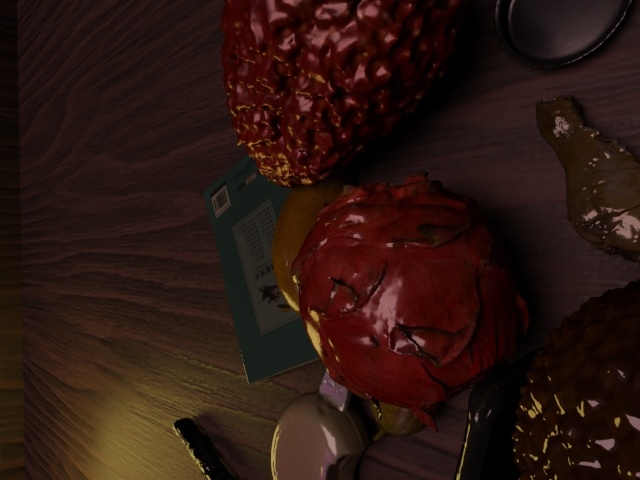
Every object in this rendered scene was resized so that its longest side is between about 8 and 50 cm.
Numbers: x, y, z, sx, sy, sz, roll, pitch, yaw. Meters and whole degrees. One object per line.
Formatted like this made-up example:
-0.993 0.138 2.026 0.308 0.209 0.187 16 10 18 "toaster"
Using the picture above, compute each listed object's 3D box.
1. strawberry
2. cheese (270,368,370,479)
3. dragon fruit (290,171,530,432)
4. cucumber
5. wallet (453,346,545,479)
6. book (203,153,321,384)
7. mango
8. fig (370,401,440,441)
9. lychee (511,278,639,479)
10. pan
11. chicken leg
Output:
0.009 -0.239 0.604 0.292 0.291 0.343 68 150 20 "strawberry"
0.009 0.263 0.703 0.163 0.082 0.287 29 111 40 "cheese"
0.089 0.050 0.524 0.252 0.241 0.241 49 127 3 "dragon fruit"
-0.211 0.436 0.959 0.256 0.043 0.044 32 117 40 "cucumber"
0.170 0.223 0.480 0.044 0.148 0.251 25 117 45 "wallet"
-0.088 0.031 0.836 0.264 0.031 0.380 -30 70 42 "book"
0.000 0.000 0.689 0.136 0.099 0.228 0 74 8 "mango"
0.107 0.218 0.628 0.093 0.093 0.166 28 138 41 "fig"
0.256 0.155 0.332 0.267 0.267 0.268 1 91 45 "lychee"
0.275 -0.258 0.466 0.235 0.028 0.136 -28 72 45 "pan"
0.258 -0.064 0.464 0.085 0.068 0.198 -42 55 36 "chicken leg"
